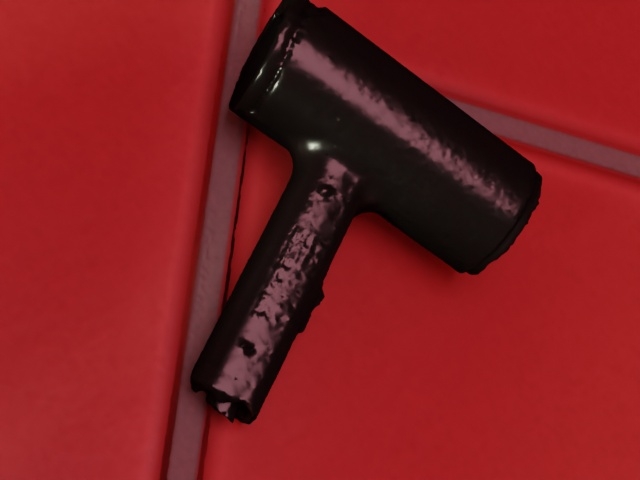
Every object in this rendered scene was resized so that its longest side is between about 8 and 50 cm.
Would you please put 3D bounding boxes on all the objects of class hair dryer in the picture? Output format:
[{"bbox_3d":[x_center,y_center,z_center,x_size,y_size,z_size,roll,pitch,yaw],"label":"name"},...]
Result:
[{"bbox_3d":[0.000,0.000,0.886,0.197,0.089,0.251,35,69,-11],"label":"hair dryer"}]
